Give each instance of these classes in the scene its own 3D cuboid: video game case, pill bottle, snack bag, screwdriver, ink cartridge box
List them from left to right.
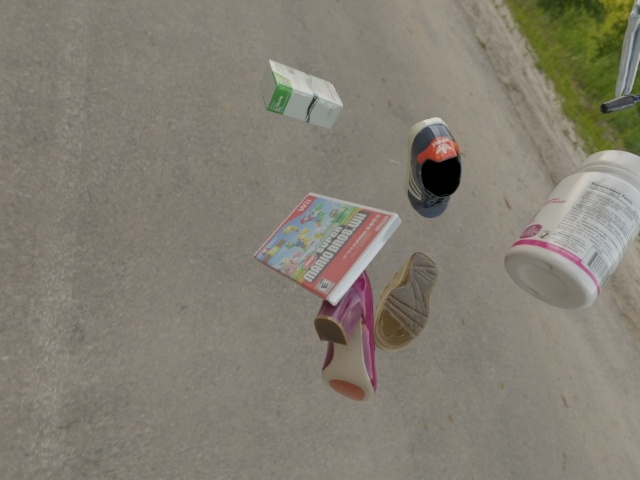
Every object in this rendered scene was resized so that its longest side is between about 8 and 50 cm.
[{"bbox_3d":[-0.057,-0.419,1.192,0.209,0.086,0.153,9,42,-27],"label":"ink cartridge box"},{"bbox_3d":[0.000,0.000,0.834,0.204,0.285,0.025,-50,126,-14],"label":"video game case"},{"bbox_3d":[0.489,-0.025,0.768,0.160,0.160,0.283,44,76,-3],"label":"pill bottle"},{"bbox_3d":[0.665,-0.526,0.840,0.323,0.037,0.342,-57,144,-29],"label":"snack bag"},{"bbox_3d":[0.555,-0.248,0.685,0.024,0.170,0.025,-82,150,-73],"label":"screwdriver"}]

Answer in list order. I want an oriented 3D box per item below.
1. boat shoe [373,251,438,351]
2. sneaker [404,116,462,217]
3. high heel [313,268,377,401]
[{"bbox_3d":[0.208,0.167,1.059,0.122,0.110,0.341,42,44,2],"label":"boat shoe"},{"bbox_3d":[0.296,-0.139,1.065,0.350,0.131,0.148,62,9,-54],"label":"sneaker"},{"bbox_3d":[0.078,0.200,0.879,0.127,0.377,0.181,12,49,19],"label":"high heel"}]
